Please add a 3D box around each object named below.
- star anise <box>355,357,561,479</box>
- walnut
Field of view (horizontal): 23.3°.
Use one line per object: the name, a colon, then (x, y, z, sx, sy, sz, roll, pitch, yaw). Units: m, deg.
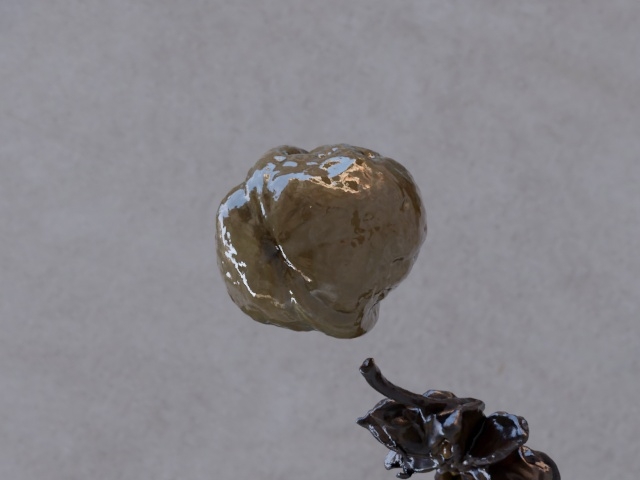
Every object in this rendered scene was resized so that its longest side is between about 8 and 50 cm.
star anise: (0.113, 0.156, 1.221, 0.234, 0.177, 0.073, 84, -154, -73)
walnut: (0.000, 0.000, 1.108, 0.166, 0.149, 0.166, -24, -7, -3)
